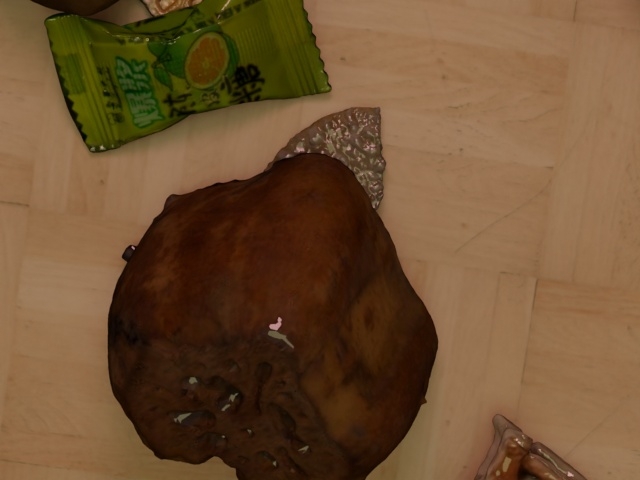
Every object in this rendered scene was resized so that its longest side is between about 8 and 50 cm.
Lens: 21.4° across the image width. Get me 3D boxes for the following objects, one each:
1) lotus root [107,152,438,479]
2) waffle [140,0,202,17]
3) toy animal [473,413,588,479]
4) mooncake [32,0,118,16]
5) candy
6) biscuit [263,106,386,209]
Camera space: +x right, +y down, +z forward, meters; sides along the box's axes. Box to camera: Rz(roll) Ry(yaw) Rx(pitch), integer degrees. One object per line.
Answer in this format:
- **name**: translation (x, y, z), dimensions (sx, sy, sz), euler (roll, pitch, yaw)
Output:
- **lotus root**: translation (-0.062, 0.113, 1.540), dimensions (0.316, 0.250, 0.316), euler (4, 115, 8)
- **waffle**: translation (-0.116, -0.263, 1.618), dimensions (0.135, 0.021, 0.092), euler (-39, 94, 2)
- **toy animal**: translation (0.189, 0.293, 1.625), dimensions (0.184, 0.104, 0.185), euler (38, 90, -2)
- **mooncake**: translation (-0.206, -0.313, 1.507), dimensions (0.117, 0.235, 0.235), euler (16, 95, 22)
- **candy**: translation (-0.124, -0.171, 1.590), dimensions (0.246, 0.069, 0.149), euler (-17, 120, -4)
- **biscuit**: translation (-0.003, -0.004, 1.635), dimensions (0.133, 0.032, 0.250), euler (0, 95, 1)
